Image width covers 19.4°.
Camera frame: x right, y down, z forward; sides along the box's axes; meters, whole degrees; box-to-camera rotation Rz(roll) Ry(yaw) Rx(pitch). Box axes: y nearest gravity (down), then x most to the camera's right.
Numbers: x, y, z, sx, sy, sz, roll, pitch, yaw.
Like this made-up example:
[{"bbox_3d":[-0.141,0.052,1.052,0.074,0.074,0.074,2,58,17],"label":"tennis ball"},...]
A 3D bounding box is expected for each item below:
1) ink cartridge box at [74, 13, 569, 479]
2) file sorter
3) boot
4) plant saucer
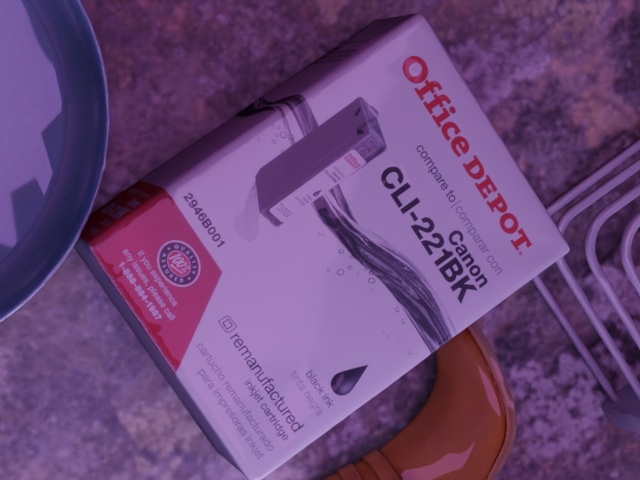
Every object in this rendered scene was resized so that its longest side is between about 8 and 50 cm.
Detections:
[{"bbox_3d":[0.000,0.000,1.265,0.273,0.114,0.197,-36,102,-10],"label":"ink cartridge box"},{"bbox_3d":[0.280,0.017,1.265,0.193,0.278,0.173,-35,98,-10],"label":"file sorter"},{"bbox_3d":[0.062,0.154,1.319,0.152,0.073,0.197,-13,95,-10],"label":"boot"},{"bbox_3d":[-0.295,-0.080,1.196,0.317,0.044,0.317,0,93,-8],"label":"plant saucer"}]
